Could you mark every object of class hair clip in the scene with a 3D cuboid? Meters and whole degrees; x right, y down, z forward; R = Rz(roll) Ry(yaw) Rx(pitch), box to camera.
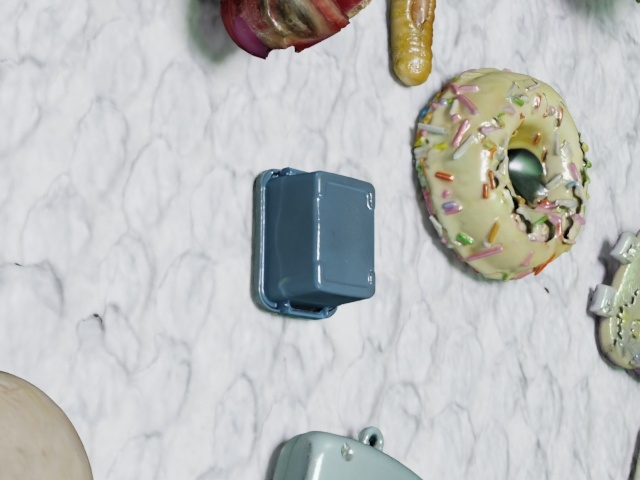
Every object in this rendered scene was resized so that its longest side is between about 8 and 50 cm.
[{"bbox_3d":[0.303,0.045,1.167,0.146,0.056,0.187,33,63,-29],"label":"hair clip"}]

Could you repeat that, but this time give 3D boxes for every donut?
[{"bbox_3d":[0.148,-0.054,1.020,0.174,0.068,0.175,11,74,-44],"label":"donut"}]

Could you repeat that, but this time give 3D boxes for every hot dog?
[{"bbox_3d":[0.072,-0.184,0.997,0.044,0.028,0.137,20,70,-34],"label":"hot dog"}]

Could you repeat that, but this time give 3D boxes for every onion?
[{"bbox_3d":[-0.018,-0.198,0.828,0.140,0.150,0.150,49,52,-20],"label":"onion"}]

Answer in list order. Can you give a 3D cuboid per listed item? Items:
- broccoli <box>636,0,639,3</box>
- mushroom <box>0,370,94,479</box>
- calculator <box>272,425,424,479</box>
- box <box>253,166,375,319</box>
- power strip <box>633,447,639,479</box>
[{"bbox_3d":[0.302,-0.313,1.143,0.226,0.176,0.198,-36,110,-5],"label":"broccoli"},{"bbox_3d":[-0.206,0.119,0.568,0.204,0.204,0.204,10,76,-44],"label":"mushroom"},{"bbox_3d":[0.010,0.237,0.844,0.141,0.045,0.246,31,62,-37],"label":"calculator"},{"bbox_3d":[0.000,0.000,0.871,0.074,0.054,0.099,12,74,-45],"label":"box"},{"bbox_3d":[0.303,0.279,1.114,0.105,0.070,0.257,39,59,-36],"label":"power strip"}]
